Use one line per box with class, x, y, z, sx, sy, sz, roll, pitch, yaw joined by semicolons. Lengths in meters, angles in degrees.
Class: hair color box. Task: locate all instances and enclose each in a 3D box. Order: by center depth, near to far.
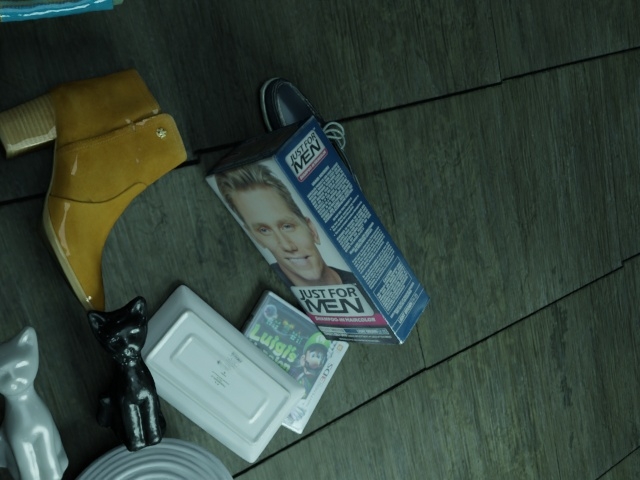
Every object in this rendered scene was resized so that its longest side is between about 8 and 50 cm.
hair color box;0.000;0.000;0.916;0.105;0.174;0.347;-51;117;-34

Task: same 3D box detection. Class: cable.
cable;-0.226;0.389;0.805;0.257;0.089;0.257;5;61;-11

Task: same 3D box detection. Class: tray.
tray;-0.151;0.205;0.910;0.270;0.030;0.145;44;72;-18

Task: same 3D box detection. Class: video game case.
video game case;-0.061;0.201;0.994;0.190;0.022;0.173;37;74;-29

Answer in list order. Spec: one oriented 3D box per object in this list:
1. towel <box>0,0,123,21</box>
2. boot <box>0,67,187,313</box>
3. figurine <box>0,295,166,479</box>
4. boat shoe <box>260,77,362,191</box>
towel;-0.430;-0.335;0.639;0.370;0.040;0.271;-18;74;-29
boot;-0.267;-0.065;0.796;0.211;0.104;0.295;-25;103;-28
figurine;-0.310;0.183;0.762;0.215;0.092;0.209;-14;121;-30
boat shoe;-0.008;-0.143;0.964;0.095;0.079;0.254;-35;111;-24
